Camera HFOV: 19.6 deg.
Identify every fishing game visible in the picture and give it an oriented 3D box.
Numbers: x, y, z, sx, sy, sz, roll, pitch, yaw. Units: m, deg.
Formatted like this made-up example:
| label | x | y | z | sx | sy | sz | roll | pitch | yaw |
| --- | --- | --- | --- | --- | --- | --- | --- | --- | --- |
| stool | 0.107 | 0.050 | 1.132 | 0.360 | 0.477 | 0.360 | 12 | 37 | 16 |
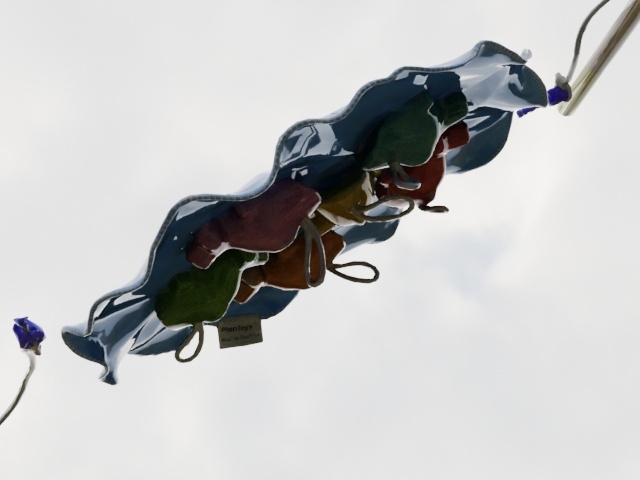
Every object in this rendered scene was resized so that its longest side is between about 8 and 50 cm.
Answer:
| label | x | y | z | sx | sy | sz | roll | pitch | yaw |
| --- | --- | --- | --- | --- | --- | --- | --- | --- | --- |
| fishing game | 0.000 | 0.000 | 0.607 | 0.264 | 0.041 | 0.189 | -29 | -12 | -20 |
